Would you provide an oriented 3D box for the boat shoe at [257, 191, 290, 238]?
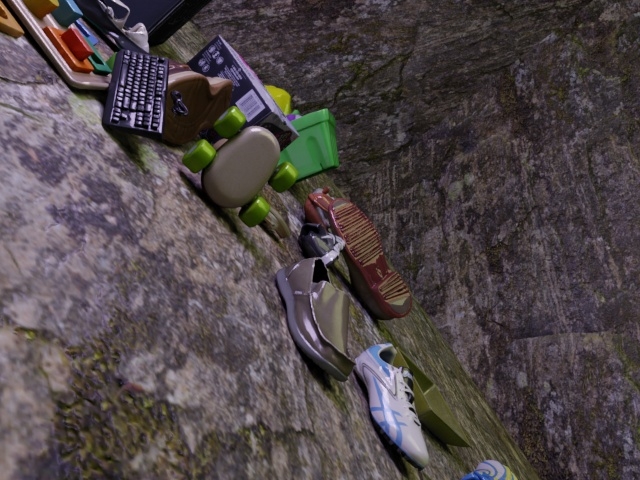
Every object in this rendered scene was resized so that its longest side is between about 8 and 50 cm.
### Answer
[{"bbox_3d":[-0.113,-0.053,1.187,0.056,0.048,0.153,42,-9,50],"label":"boat shoe"}]

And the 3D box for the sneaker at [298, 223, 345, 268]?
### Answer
[{"bbox_3d":[0.000,0.000,1.432,0.106,0.078,0.234,54,10,-4],"label":"sneaker"}]

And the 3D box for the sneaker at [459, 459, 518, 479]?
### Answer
[{"bbox_3d":[0.308,0.454,1.131,0.126,0.091,0.240,50,9,-7],"label":"sneaker"}]

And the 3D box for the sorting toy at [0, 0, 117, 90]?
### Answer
[{"bbox_3d":[-0.349,-0.289,0.837,0.196,0.047,0.348,51,8,-9],"label":"sorting toy"}]

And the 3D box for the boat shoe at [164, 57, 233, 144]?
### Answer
[{"bbox_3d":[-0.257,-0.254,1.067,0.123,0.123,0.342,22,20,2],"label":"boat shoe"}]

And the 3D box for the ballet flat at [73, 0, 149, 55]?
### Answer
[{"bbox_3d":[-0.363,-0.387,1.116,0.203,0.074,0.074,46,10,-39],"label":"ballet flat"}]

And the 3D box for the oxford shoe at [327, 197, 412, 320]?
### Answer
[{"bbox_3d":[0.099,0.059,1.594,0.123,0.130,0.348,-24,85,-36],"label":"oxford shoe"}]

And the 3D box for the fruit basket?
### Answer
[{"bbox_3d":[-0.104,-0.365,1.919,0.392,0.282,0.392,-20,90,-83],"label":"fruit basket"}]

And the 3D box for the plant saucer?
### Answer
[{"bbox_3d":[0.224,0.343,1.303,0.188,0.045,0.188,46,10,-36],"label":"plant saucer"}]

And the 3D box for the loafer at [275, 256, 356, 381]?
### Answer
[{"bbox_3d":[0.000,0.105,0.930,0.094,0.087,0.251,45,10,-40],"label":"loafer"}]

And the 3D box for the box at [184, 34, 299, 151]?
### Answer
[{"bbox_3d":[-0.186,-0.284,1.321,0.247,0.163,0.142,56,10,23],"label":"box"}]

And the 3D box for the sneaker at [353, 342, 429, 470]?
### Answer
[{"bbox_3d":[0.120,0.253,0.972,0.085,0.086,0.237,48,10,-36],"label":"sneaker"}]

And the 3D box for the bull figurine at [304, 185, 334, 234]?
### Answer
[{"bbox_3d":[0.018,-0.068,1.758,0.188,0.101,0.310,54,8,1],"label":"bull figurine"}]

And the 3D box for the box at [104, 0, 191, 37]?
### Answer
[{"bbox_3d":[-0.347,-0.600,1.342,0.212,0.293,0.395,49,8,-18],"label":"box"}]

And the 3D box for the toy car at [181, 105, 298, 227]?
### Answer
[{"bbox_3d":[-0.157,-0.121,1.041,0.155,0.149,0.188,46,-17,-23],"label":"toy car"}]

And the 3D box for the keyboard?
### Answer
[{"bbox_3d":[-0.237,-0.205,0.852,0.108,0.023,0.180,12,45,-22],"label":"keyboard"}]
